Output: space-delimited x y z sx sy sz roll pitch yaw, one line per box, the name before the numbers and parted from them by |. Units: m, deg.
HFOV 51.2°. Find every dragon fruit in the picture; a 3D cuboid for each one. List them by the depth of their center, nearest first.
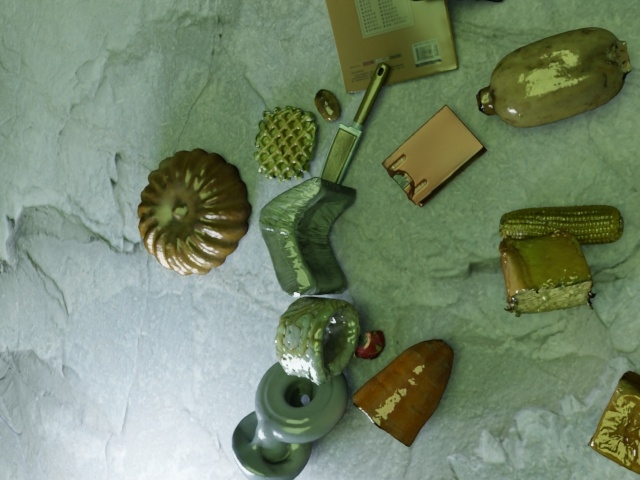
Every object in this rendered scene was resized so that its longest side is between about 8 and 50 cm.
dragon fruit | 0.102 0.237 1.477 0.083 0.056 0.060 -24 78 22

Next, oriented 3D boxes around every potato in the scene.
potato | 0.016 -0.312 1.541 0.051 0.040 0.083 -36 73 26

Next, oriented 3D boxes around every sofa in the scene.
sofa | 0.000 0.000 1.454 0.176 0.210 0.225 -25 75 22

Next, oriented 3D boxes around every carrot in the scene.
carrot | 0.186 0.295 1.394 0.159 0.159 0.225 37 95 22

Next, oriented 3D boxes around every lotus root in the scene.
lotus root | 0.438 -0.307 1.277 0.284 0.146 0.160 -15 65 28

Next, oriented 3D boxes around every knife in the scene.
knife | 0.065 -0.242 1.511 0.061 0.027 0.343 29 108 17

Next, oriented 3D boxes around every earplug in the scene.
earplug | -0.069 0.407 1.506 0.214 0.175 0.325 37 96 37

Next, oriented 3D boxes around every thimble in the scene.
thimble | -0.009 0.214 1.440 0.143 0.137 0.190 1 66 45

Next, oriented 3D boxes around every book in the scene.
book | 0.132 -0.531 1.430 0.269 0.032 0.389 -6 106 25

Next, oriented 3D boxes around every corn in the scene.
corn | 0.460 -0.029 1.293 0.231 0.080 0.080 0 89 26

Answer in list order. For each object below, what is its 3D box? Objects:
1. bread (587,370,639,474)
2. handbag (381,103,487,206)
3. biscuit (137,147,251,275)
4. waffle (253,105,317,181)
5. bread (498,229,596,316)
bread | 0.574 0.334 1.189 0.143 0.158 0.149 25 104 23
handbag | 0.238 -0.176 1.421 0.190 0.063 0.127 -42 72 15
biscuit | -0.331 -0.073 1.677 0.326 0.107 0.325 -2 86 23
waffle | -0.086 -0.230 1.593 0.169 0.036 0.183 9 91 29
bread | 0.409 0.053 1.231 0.160 0.260 0.147 -13 69 20
